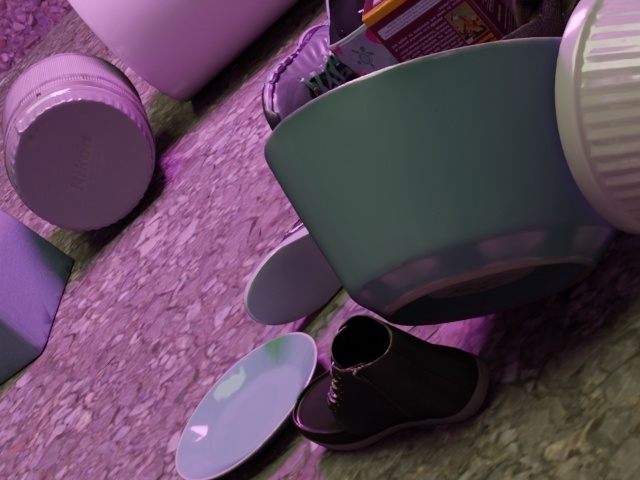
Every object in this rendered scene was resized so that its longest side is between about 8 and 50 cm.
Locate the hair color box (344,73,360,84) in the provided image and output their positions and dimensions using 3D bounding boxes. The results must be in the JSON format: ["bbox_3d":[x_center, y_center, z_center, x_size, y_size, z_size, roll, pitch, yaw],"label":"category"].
[{"bbox_3d":[0.041,-0.159,2.009,0.072,0.043,0.141,-37,22,19],"label":"hair color box"}]

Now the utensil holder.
[{"bbox_3d":[-0.170,-0.447,2.547,0.385,0.327,0.327,-43,21,12],"label":"utensil holder"}]

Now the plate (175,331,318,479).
[{"bbox_3d":[-0.068,0.169,1.642,0.188,0.024,0.188,-36,23,18],"label":"plate"}]

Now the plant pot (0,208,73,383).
[{"bbox_3d":[-0.542,0.073,2.353,0.248,0.252,0.247,-36,24,22],"label":"plant pot"}]

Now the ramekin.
[{"bbox_3d":[0.285,-0.108,1.278,0.109,0.207,0.207,-3,46,47],"label":"ramekin"}]

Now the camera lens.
[{"bbox_3d":[-0.360,-0.149,2.471,0.219,0.219,0.274,-43,22,5],"label":"camera lens"}]

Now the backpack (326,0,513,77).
[{"bbox_3d":[0.116,-0.268,1.871,0.225,0.191,0.253,-41,14,21],"label":"backpack"}]

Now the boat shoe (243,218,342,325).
[{"bbox_3d":[0.000,0.000,1.756,0.228,0.080,0.076,-49,16,-13],"label":"boat shoe"}]

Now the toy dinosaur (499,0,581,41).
[{"bbox_3d":[0.232,-0.260,1.661,0.121,0.160,0.314,-7,56,11],"label":"toy dinosaur"}]

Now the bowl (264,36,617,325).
[{"bbox_3d":[0.121,-0.031,1.371,0.311,0.311,0.163,-25,72,41],"label":"bowl"}]

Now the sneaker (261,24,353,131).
[{"bbox_3d":[0.003,-0.206,1.996,0.098,0.083,0.224,-25,28,35],"label":"sneaker"}]

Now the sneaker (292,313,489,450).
[{"bbox_3d":[0.027,0.114,1.419,0.222,0.118,0.083,-21,49,46],"label":"sneaker"}]

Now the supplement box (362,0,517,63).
[{"bbox_3d":[0.143,-0.204,1.711,0.104,0.188,0.081,-34,23,26],"label":"supplement box"}]
